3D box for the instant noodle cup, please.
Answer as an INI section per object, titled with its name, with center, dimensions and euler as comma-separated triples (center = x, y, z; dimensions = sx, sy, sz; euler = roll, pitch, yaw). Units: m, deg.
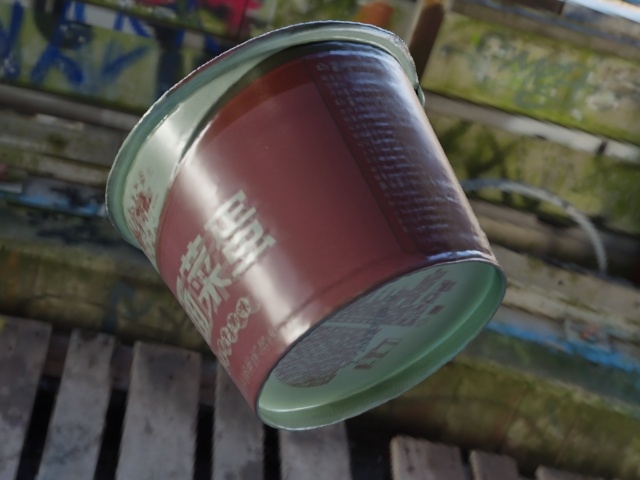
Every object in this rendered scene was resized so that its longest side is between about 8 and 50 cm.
[instant noodle cup]
center = 0.000, 0.000, 0.748
dimensions = 0.234, 0.235, 0.178
euler = -7, 54, -37
